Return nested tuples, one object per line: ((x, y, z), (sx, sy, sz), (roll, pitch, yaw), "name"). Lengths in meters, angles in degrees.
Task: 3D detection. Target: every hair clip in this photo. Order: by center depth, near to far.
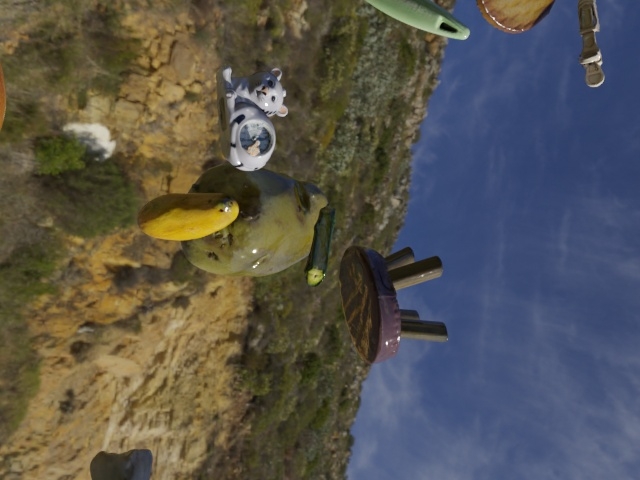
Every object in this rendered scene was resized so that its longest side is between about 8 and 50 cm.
((0.492, -0.396, 1.031), (0.034, 0.072, 0.226), (-8, -114, 35), "hair clip")

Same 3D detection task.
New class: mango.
((-0.214, -0.042, 0.909), (0.190, 0.098, 0.075), (-11, -99, 20), "mango")

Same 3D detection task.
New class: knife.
((0.017, -0.267, 0.573), (0.043, 0.293, 0.020), (-62, 174, 7), "knife")

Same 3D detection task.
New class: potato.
((-0.117, -0.037, 1.121), (0.202, 0.350, 0.219), (-3, -93, 44), "potato")

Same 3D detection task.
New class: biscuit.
((0.379, -0.488, 1.066), (0.031, 0.228, 0.177), (22, -62, 58), "biscuit")

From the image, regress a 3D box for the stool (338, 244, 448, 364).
((0.160, 0.134, 1.278), (0.272, 0.178, 0.272), (172, -90, -76), "stool")

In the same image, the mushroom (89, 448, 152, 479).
((-0.284, 0.418, 0.804), (0.243, 0.243, 0.244), (-33, -128, 58), "mushroom")

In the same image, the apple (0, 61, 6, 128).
((-0.495, -0.191, 0.646), (0.253, 0.253, 0.254), (-33, -128, 58), "apple")

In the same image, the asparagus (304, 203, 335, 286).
((0.001, 0.000, 0.648), (0.021, 0.025, 0.108), (126, -22, -62), "asparagus")

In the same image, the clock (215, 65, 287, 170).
((-0.111, -0.209, 0.961), (0.080, 0.117, 0.176), (-178, -97, -69), "clock")
